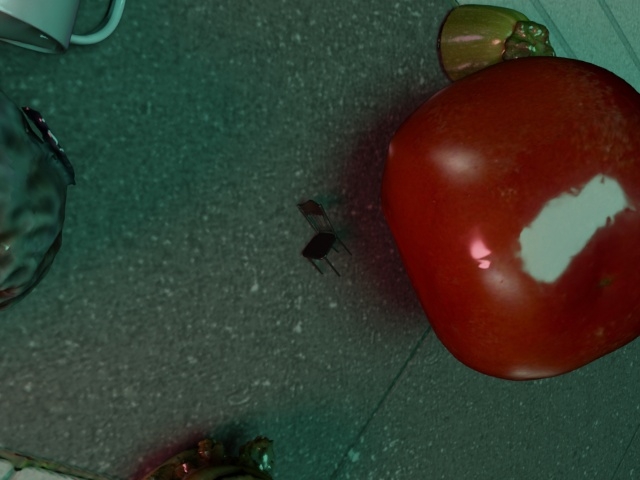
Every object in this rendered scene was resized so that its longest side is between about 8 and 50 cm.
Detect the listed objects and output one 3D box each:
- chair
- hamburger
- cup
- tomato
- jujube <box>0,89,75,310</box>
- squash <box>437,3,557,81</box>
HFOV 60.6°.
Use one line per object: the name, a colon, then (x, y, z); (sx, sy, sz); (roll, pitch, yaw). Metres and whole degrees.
chair: (-0.001, 0.001, 0.601); (0.042, 0.037, 0.086); (-53, 126, -28)
hamburger: (-0.104, 0.270, 0.531); (0.159, 0.131, 0.185); (48, 65, -21)
cup: (-0.213, -0.210, 0.400); (0.099, 0.136, 0.133); (14, 90, -1)
tomato: (0.215, -0.022, 0.589); (0.293, 0.290, 0.325); (-19, 113, -8)
jujube: (-0.304, 0.004, 0.292); (0.317, 0.226, 0.226); (-32, 115, -23)
squash: (0.222, -0.237, 0.649); (0.105, 0.132, 0.105); (-8, 105, -32)
